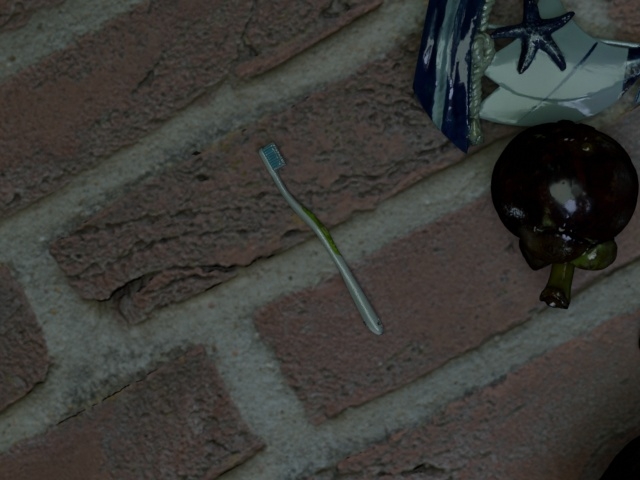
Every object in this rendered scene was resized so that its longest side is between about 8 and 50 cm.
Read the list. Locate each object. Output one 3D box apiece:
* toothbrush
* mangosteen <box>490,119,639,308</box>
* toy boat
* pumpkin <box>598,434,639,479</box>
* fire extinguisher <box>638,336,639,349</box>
[{"bbox_3d":[0.000,0.000,1.654,0.026,0.022,0.263,-32,87,20],"label":"toothbrush"},{"bbox_3d":[0.269,-0.042,1.548,0.172,0.172,0.184,-7,126,9],"label":"mangosteen"},{"bbox_3d":[0.241,-0.225,1.589,0.291,0.070,0.210,-14,94,5],"label":"toy boat"},{"bbox_3d":[0.472,0.368,1.431,0.454,0.344,0.455,0,75,1],"label":"pumpkin"},{"bbox_3d":[0.509,0.074,1.545,0.311,0.114,0.095,-6,52,8],"label":"fire extinguisher"}]
